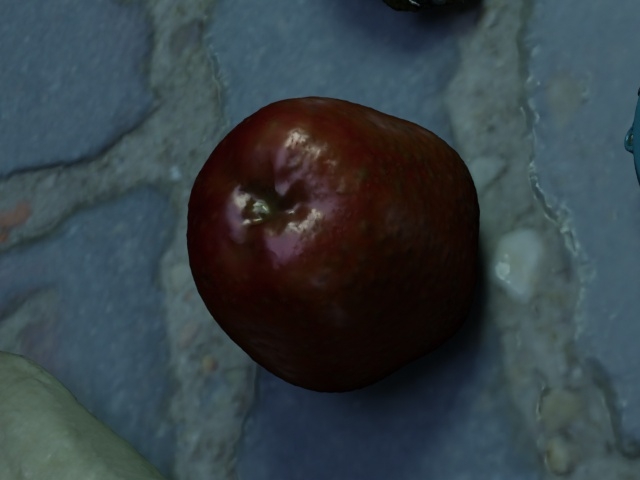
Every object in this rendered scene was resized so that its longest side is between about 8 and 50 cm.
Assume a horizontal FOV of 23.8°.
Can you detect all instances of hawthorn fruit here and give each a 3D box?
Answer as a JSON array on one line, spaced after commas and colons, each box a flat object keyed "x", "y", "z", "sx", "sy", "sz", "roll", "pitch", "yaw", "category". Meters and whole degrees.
[{"x": 0.000, "y": 0.000, "z": 0.682, "sx": 0.132, "sy": 0.138, "sz": 0.133, "roll": -13, "pitch": 62, "yaw": 25, "category": "hawthorn fruit"}]

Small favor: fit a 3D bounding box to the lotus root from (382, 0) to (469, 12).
[{"x": 0.028, "y": -0.184, "z": 0.786, "sx": 0.088, "sy": 0.088, "sz": 0.165, "roll": -30, "pitch": 65, "yaw": 20, "category": "lotus root"}]

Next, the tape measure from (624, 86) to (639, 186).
[{"x": 0.187, "y": -0.051, "z": 0.609, "sx": 0.125, "sy": 0.081, "sz": 0.146, "roll": -54, "pitch": 34, "yaw": 15, "category": "tape measure"}]

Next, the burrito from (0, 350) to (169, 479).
[{"x": -0.130, "y": 0.142, "z": 0.750, "sx": 0.392, "sy": 0.076, "sz": 0.117, "roll": 33, "pitch": 83, "yaw": 38, "category": "burrito"}]
